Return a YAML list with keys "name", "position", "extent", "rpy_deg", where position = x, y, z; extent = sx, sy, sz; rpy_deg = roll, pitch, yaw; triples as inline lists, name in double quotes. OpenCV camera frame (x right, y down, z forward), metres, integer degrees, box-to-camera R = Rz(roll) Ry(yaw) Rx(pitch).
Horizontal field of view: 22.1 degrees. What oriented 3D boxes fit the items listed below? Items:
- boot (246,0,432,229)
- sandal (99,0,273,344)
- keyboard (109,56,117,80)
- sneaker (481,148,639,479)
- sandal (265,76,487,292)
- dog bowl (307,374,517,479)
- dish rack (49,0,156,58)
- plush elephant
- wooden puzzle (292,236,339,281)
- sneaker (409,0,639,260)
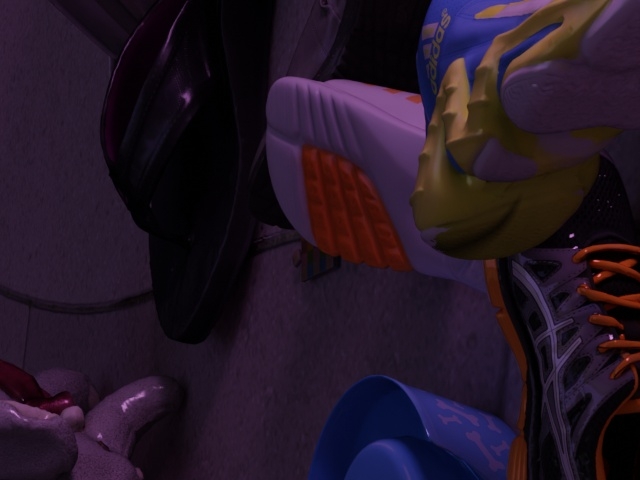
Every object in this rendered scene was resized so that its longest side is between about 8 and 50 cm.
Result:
- name: "boot"
  position: [0.017, -0.139, 1.079]
  extent: [0.246, 0.083, 0.161]
  rpy_deg: [-62, 25, 28]
- name: "sandal"
  position: [-0.112, -0.143, 1.296]
  extent: [0.167, 0.107, 0.446]
  rpy_deg: [-2, 82, 65]
- name: "keyboard"
  position: [-0.187, -0.233, 1.508]
  extent: [0.072, 0.014, 0.256]
  rpy_deg: [-34, -56, -79]
- name: "sneaker"
  position: [0.134, 0.053, 0.767]
  extent: [0.083, 0.084, 0.215]
  rpy_deg: [-13, 81, 60]
- name: "sandal"
  position: [0.070, -0.029, 0.936]
  extent: [0.265, 0.076, 0.102]
  rpy_deg: [24, 122, 43]
- name: "dog bowl"
  position: [0.074, 0.204, 0.856]
  extent: [0.297, 0.074, 0.166]
  rpy_deg: [-112, 37, -46]
- name: "dish rack"
  position: [-0.163, -0.338, 1.385]
  extent: [0.285, 0.072, 0.333]
  rpy_deg: [47, -134, -79]
- name: "plush elephant"
  position: [-0.231, 0.179, 1.342]
  extent: [0.330, 0.255, 0.272]
  rpy_deg: [-62, -36, -39]
- name: "wooden puzzle"
  position: [0.000, 0.000, 1.141]
  extent: [0.083, 0.006, 0.049]
  rpy_deg: [-27, 60, 61]
- name: "sneaker"
  position: [0.093, -0.091, 0.678]
  extent: [0.240, 0.091, 0.126]
  rpy_deg: [133, 134, -53]
